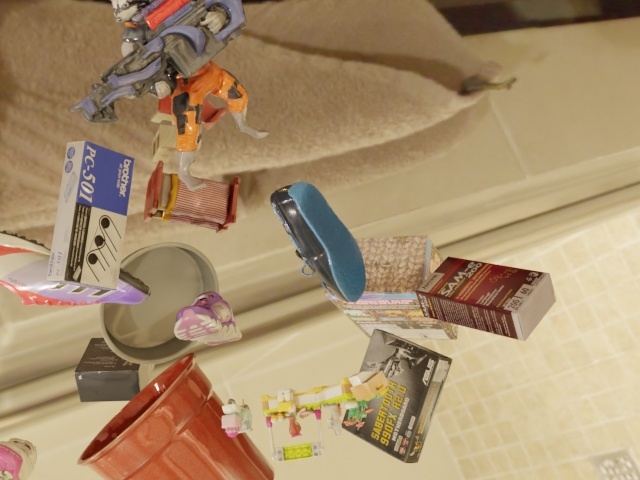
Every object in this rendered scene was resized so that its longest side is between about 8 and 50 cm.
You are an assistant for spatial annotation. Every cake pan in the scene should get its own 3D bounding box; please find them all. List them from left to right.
[{"bbox_3d":[-0.369,0.137,1.741,0.054,0.293,0.293,26,124,48],"label":"cake pan"}]

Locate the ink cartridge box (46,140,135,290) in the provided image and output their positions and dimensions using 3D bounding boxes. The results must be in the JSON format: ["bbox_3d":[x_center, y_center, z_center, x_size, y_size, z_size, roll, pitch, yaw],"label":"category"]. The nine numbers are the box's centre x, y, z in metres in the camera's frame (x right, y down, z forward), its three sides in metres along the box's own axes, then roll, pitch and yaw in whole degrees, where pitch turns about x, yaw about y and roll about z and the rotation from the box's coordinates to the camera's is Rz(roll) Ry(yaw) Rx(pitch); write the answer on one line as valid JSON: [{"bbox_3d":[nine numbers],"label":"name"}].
[{"bbox_3d":[-0.340,-0.034,1.144,0.046,0.097,0.207,-2,78,36],"label":"ink cartridge box"}]

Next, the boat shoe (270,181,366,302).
[{"bbox_3d":[0.000,0.000,1.367,0.089,0.109,0.258,-2,124,41],"label":"boat shoe"}]

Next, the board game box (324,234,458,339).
[{"bbox_3d":[0.179,0.118,1.803,0.232,0.291,0.141,-3,62,25],"label":"board game box"}]

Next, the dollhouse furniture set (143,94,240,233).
[{"bbox_3d":[-0.306,-0.217,1.860,0.152,0.201,0.374,149,126,-64],"label":"dollhouse furniture set"}]

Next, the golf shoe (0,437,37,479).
[{"bbox_3d":[-0.585,0.412,1.422,0.115,0.140,0.306,33,139,-7],"label":"golf shoe"}]

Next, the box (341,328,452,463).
[{"bbox_3d":[0.158,0.323,1.618,0.183,0.056,0.231,19,90,42],"label":"box"}]

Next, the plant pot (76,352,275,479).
[{"bbox_3d":[-0.240,0.392,1.376,0.265,0.272,0.272,49,147,-7],"label":"plant pot"}]

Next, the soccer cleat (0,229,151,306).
[{"bbox_3d":[-0.458,0.076,1.350,0.109,0.318,0.117,97,-171,-72],"label":"soccer cleat"}]

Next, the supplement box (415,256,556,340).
[{"bbox_3d":[0.323,0.109,1.515,0.239,0.130,0.073,9,131,45],"label":"supplement box"}]

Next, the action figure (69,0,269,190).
[{"bbox_3d":[-0.251,-0.246,1.210,0.178,0.341,0.330,12,132,50],"label":"action figure"}]

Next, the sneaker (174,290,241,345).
[{"bbox_3d":[-0.241,0.154,1.604,0.236,0.095,0.105,45,-146,-71],"label":"sneaker"}]

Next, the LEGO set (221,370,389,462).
[{"bbox_3d":[-0.006,0.278,1.185,0.286,0.132,0.107,-16,72,25],"label":"LEGO set"}]

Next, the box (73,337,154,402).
[{"bbox_3d":[-0.507,0.318,1.905,0.158,0.155,0.093,-89,-3,-66],"label":"box"}]
